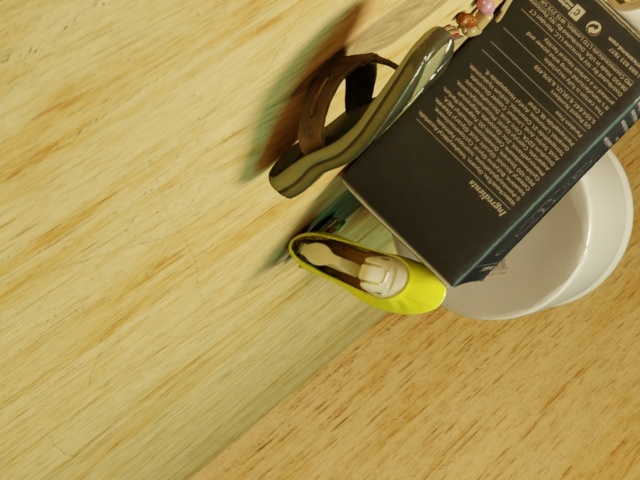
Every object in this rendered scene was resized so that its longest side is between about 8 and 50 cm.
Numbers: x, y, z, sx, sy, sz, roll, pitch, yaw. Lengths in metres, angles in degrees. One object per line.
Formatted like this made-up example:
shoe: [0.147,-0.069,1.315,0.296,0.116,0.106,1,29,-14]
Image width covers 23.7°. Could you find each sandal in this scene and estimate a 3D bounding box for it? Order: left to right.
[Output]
sandal: [0.019,-0.130,1.517,0.120,0.086,0.303,-45,-172,-38]

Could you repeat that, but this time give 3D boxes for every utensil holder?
utensil holder: [0.305,-0.043,2.402,0.327,0.327,0.385,-47,168,14]

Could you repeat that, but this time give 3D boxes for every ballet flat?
ballet flat: [0.054,0.040,2.022,0.077,0.231,0.077,26,85,-60]

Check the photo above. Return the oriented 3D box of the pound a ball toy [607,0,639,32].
pound a ball toy: [0.482,-0.331,2.232,0.208,0.135,0.319,-15,165,24]

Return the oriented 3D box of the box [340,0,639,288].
box: [0.258,-0.147,2.048,0.395,0.212,0.293,-47,171,9]

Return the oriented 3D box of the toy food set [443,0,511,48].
toy food set: [0.171,-0.256,1.799,0.122,0.019,0.078,-31,166,-26]

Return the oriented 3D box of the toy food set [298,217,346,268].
toy food set: [0.000,0.000,2.148,0.083,0.020,0.082,-44,175,-41]
